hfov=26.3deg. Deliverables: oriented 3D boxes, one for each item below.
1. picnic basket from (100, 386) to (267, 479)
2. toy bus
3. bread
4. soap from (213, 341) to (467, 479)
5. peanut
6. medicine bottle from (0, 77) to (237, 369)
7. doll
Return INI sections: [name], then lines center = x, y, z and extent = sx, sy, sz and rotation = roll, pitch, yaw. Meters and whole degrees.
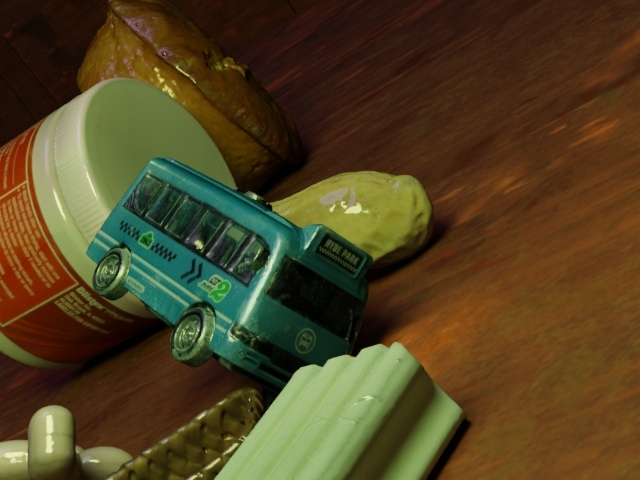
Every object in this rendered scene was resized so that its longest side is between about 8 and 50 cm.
[picnic basket]
center = -0.108, 0.182, 0.936
extent = 0.193, 0.055, 0.110
rotation = -34, 16, 9
[toy bus]
center = -0.071, 0.028, 1.051
extent = 0.246, 0.113, 0.134
rotation = 28, 86, 53
[bread]
center = -0.165, -0.170, 1.709
extent = 0.172, 0.312, 0.312
rotation = -49, 14, 4
[soap]
center = -0.009, 0.148, 0.787
extent = 0.119, 0.066, 0.198
rotation = -20, 22, 44
[peanut]
center = 0.000, 0.000, 1.167
extent = 0.214, 0.098, 0.090
rotation = -22, -7, 30
[medicine bottle]
center = -0.249, -0.014, 1.485
extent = 0.241, 0.252, 0.252
rotation = -28, 16, 30
[doll]
center = -0.223, 0.178, 1.073
extent = 0.161, 0.059, 0.160
rotation = -8, -24, 2
